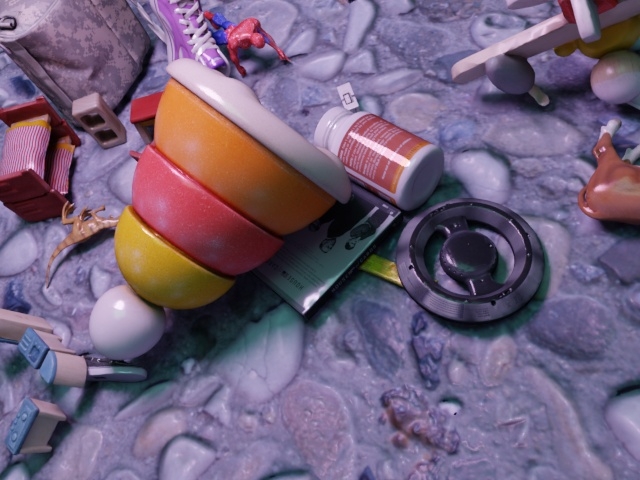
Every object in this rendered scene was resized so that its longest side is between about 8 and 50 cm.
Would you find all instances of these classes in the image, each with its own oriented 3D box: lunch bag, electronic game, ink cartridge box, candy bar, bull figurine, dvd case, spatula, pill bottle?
[{"bbox_3d":[-0.536,-0.422,1.351,0.212,0.305,0.256,-2,59,17],"label":"lunch bag"},{"bbox_3d":[0.234,0.027,1.004,0.229,0.048,0.229,-4,56,6],"label":"electronic game"},{"bbox_3d":[0.059,-0.255,1.222,0.028,0.048,0.083,-20,58,5],"label":"ink cartridge box"},{"bbox_3d":[0.118,0.054,1.043,0.161,0.018,0.040,23,69,27],"label":"candy bar"},{"bbox_3d":[0.551,-0.083,0.942,0.310,0.101,0.189,7,60,18],"label":"bull figurine"},{"bbox_3d":[0.000,0.000,1.094,0.239,0.030,0.179,-46,52,-11],"label":"dvd case"},{"bbox_3d":[-0.429,-0.544,1.476,0.019,0.168,0.242,-43,49,4],"label":"spatula"},{"bbox_3d":[0.096,-0.151,1.107,0.216,0.121,0.121,34,75,30],"label":"pill bottle"}]

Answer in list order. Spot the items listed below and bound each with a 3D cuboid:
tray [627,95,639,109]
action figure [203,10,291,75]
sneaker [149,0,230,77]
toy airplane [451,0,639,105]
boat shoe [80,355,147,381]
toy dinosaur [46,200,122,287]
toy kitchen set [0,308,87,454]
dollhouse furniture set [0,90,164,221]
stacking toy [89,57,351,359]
[{"bbox_3d":[0.649,-0.283,1.067,0.270,0.030,0.145,-43,57,-9],"label":"tray"},{"bbox_3d":[-0.173,-0.418,1.375,0.091,0.139,0.280,-47,37,-8],"label":"action figure"},{"bbox_3d":[-0.246,-0.421,1.279,0.102,0.282,0.161,-35,51,-24],"label":"sneaker"},{"bbox_3d":[0.444,-0.343,0.998,0.384,0.273,0.386,-25,12,-11],"label":"toy airplane"},{"bbox_3d":[-0.357,0.215,1.081,0.142,0.049,0.040,-3,60,18],"label":"boat shoe"},{"bbox_3d":[-0.472,-0.016,1.240,0.211,0.064,0.112,-31,58,-1],"label":"toy dinosaur"},{"bbox_3d":[-0.516,0.232,1.071,0.207,0.122,0.166,25,88,41],"label":"toy kitchen set"},{"bbox_3d":[-0.468,-0.195,1.288,0.373,0.152,0.201,-14,58,9],"label":"dollhouse furniture set"},{"bbox_3d":[-0.211,-0.012,1.030,0.350,0.350,0.480,40,95,31],"label":"stacking toy"}]
